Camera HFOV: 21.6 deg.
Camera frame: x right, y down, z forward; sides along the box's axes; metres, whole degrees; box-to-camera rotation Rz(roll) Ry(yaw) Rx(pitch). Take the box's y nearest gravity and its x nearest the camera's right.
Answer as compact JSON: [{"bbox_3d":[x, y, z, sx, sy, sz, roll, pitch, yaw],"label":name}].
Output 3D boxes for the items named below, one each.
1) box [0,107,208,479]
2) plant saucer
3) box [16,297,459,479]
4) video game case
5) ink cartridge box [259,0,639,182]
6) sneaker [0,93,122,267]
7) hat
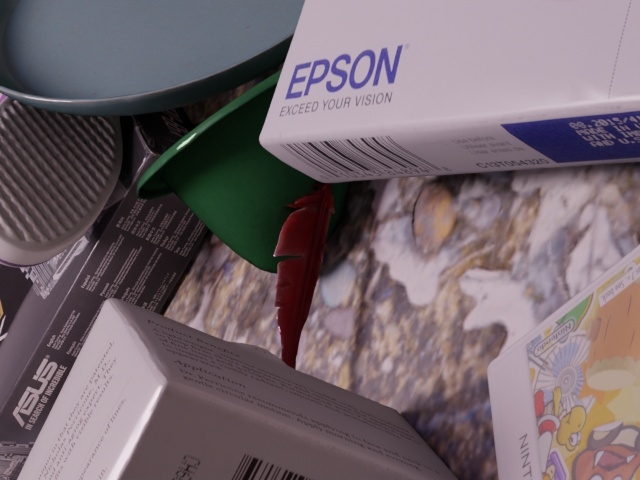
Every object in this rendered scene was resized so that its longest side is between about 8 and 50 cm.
[{"bbox_3d":[-0.201,0.026,1.329,0.307,0.076,0.242,-58,27,14],"label":"box"},{"bbox_3d":[-0.105,-0.185,1.188,0.317,0.044,0.318,-10,41,9],"label":"plant saucer"},{"bbox_3d":[-0.054,0.152,0.833,0.182,0.181,0.119,-62,25,8],"label":"box"},{"bbox_3d":[0.153,0.080,0.683,0.227,0.026,0.206,-43,34,38],"label":"video game case"},{"bbox_3d":[0.129,-0.195,0.860,0.324,0.071,0.330,-3,67,52],"label":"ink cartridge box"},{"bbox_3d":[-0.219,-0.047,1.243,0.161,0.102,0.282,-50,20,34],"label":"sneaker"},{"bbox_3d":[0.000,0.000,1.037,0.208,0.183,0.173,-33,-5,-19],"label":"hat"}]
